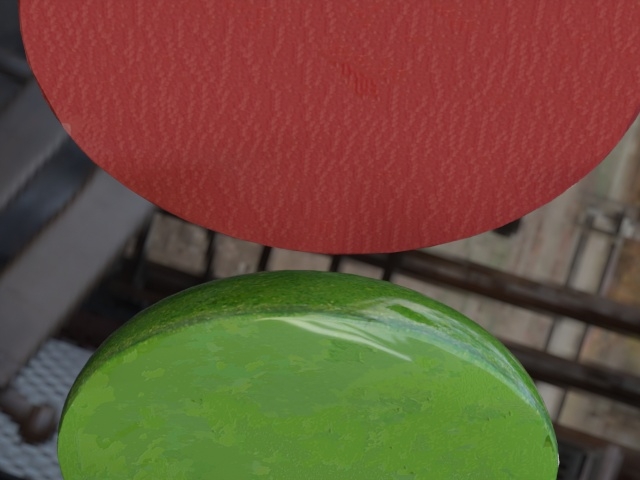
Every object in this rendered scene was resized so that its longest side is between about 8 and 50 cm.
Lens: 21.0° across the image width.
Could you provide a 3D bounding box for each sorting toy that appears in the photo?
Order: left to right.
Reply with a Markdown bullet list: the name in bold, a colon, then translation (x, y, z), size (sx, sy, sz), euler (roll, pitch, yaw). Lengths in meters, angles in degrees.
- **sorting toy**: translation (0.000, 0.000, 0.457), size (0.365, 0.127, 0.126), euler (94, -1, -49)
